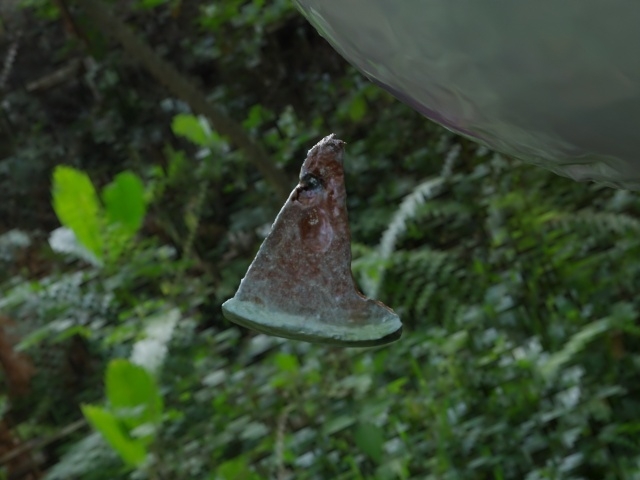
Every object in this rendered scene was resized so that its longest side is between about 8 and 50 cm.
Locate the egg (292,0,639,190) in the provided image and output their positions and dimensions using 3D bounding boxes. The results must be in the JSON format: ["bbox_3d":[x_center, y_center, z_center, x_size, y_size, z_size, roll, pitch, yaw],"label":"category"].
[{"bbox_3d":[0.112,-0.179,0.512,0.354,0.354,0.340,-29,1,-20],"label":"egg"}]

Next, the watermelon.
[{"bbox_3d":[-0.020,0.015,1.129,0.121,0.158,0.098,-17,-4,-2],"label":"watermelon"}]
